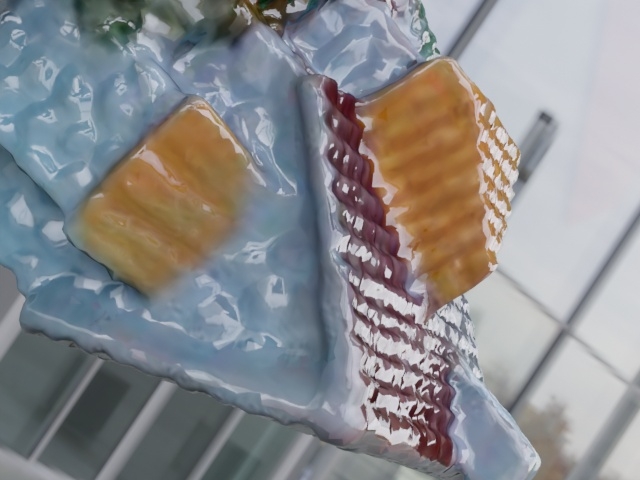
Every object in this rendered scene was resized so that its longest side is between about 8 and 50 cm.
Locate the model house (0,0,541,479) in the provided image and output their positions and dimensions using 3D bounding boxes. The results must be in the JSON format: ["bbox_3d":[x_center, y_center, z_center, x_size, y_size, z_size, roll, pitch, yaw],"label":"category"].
[{"bbox_3d":[0.000,0.000,0.884,0.339,0.297,0.360,52,5,21],"label":"model house"}]
